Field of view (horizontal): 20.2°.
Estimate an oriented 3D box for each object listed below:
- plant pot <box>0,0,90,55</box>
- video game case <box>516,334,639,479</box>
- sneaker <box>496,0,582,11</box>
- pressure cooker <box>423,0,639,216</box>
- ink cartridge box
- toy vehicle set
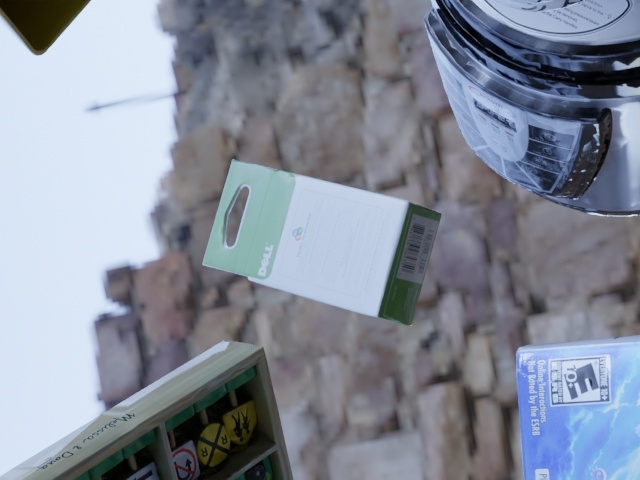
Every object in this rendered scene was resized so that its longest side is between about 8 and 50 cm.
[{"bbox_3d":[-0.323,-0.358,1.840,0.187,0.212,0.212,35,170,28],"label":"plant pot"},{"bbox_3d":[0.223,0.176,0.871,0.061,0.244,0.270,5,-101,-59],"label":"video game case"},{"bbox_3d":[0.142,-0.216,0.739,0.270,0.090,0.145,-55,-11,-9],"label":"sneaker"},{"bbox_3d":[0.282,-0.262,1.747,0.420,0.369,0.376,65,-165,-62],"label":"pressure cooker"},{"bbox_3d":[0.000,0.000,1.664,0.062,0.209,0.109,17,-91,-55],"label":"ink cartridge box"},{"bbox_3d":[-0.118,0.189,1.047,0.267,0.035,0.166,-31,-63,-40],"label":"toy vehicle set"}]
